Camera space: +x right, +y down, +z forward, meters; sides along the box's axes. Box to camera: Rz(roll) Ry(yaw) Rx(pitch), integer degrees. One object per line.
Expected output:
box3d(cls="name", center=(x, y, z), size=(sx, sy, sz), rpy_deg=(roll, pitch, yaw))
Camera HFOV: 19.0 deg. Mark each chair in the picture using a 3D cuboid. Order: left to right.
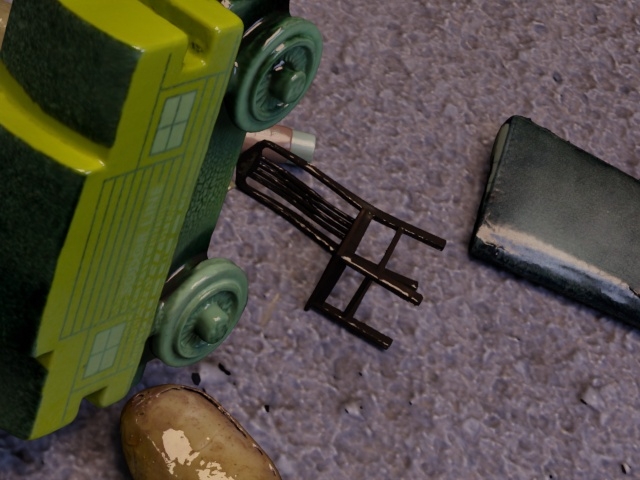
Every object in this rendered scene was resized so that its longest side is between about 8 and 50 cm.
box3d(cls="chair", center=(0.000, 0.000, 1.793), size=(0.212, 0.084, 0.101), rpy_deg=(29, 43, -1))

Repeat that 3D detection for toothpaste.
box3d(cls="toothpaste", center=(-0.107, -0.109, 1.863), size=(0.205, 0.036, 0.056), rpy_deg=(12, 52, -11))

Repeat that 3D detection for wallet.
box3d(cls="wallet", center=(0.336, 0.016, 1.965), size=(0.379, 0.046, 0.190), rpy_deg=(25, 48, -6))

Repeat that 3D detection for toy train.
box3d(cls="toy train", center=(-0.163, -0.045, 1.495), size=(0.179, 0.442, 0.272), rpy_deg=(36, 34, 25))

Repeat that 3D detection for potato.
box3d(cls="potato", center=(-0.100, 0.191, 1.587), size=(0.170, 0.080, 0.107), rpy_deg=(41, 55, 14))

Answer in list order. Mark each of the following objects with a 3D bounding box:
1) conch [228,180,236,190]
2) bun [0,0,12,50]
box3d(cls="conch", center=(-0.153, -0.090, 1.774), size=(0.153, 0.102, 0.135), rpy_deg=(43, 73, 8))
box3d(cls="bun", center=(-0.299, -0.074, 1.598), size=(0.259, 0.259, 0.152), rpy_deg=(-28, 69, -39))
